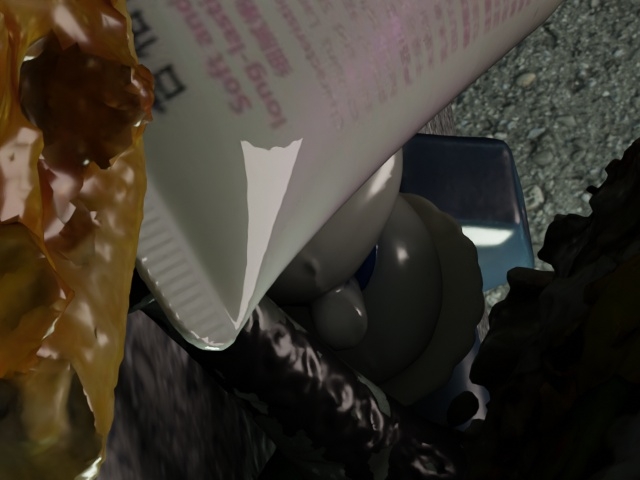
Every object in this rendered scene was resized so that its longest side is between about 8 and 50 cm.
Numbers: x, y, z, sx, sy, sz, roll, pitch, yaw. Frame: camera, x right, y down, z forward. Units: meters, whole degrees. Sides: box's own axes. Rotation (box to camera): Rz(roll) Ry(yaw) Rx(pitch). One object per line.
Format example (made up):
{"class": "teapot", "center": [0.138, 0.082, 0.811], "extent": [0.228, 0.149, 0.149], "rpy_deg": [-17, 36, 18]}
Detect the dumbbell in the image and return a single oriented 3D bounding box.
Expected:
{"class": "dumbbell", "center": [0.074, 0.096, 1.032], "extent": [0.144, 0.156, 0.316], "rpy_deg": [19, 55, -45]}

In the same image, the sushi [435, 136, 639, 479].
{"class": "sushi", "center": [0.129, 0.128, 0.731], "extent": [0.176, 0.417, 0.417], "rpy_deg": [36, 15, -4]}

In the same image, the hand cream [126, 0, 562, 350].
{"class": "hand cream", "center": [-0.007, -0.094, 0.610], "extent": [0.185, 0.118, 0.359], "rpy_deg": [60, 31, -2]}

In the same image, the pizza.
{"class": "pizza", "center": [-0.097, -0.106, 0.344], "extent": [0.226, 0.086, 0.335], "rpy_deg": [1, 80, -79]}

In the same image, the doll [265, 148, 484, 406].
{"class": "doll", "center": [0.000, 0.000, 0.792], "extent": [0.138, 0.119, 0.293], "rpy_deg": [63, 7, 24]}

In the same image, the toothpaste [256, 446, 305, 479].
{"class": "toothpaste", "center": [-0.015, 0.133, 0.653], "extent": [0.392, 0.061, 0.098], "rpy_deg": [-46, 125, -78]}

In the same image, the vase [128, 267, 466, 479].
{"class": "vase", "center": [-0.014, 0.047, 0.605], "extent": [0.167, 0.059, 0.059], "rpy_deg": [46, 27, -36]}
